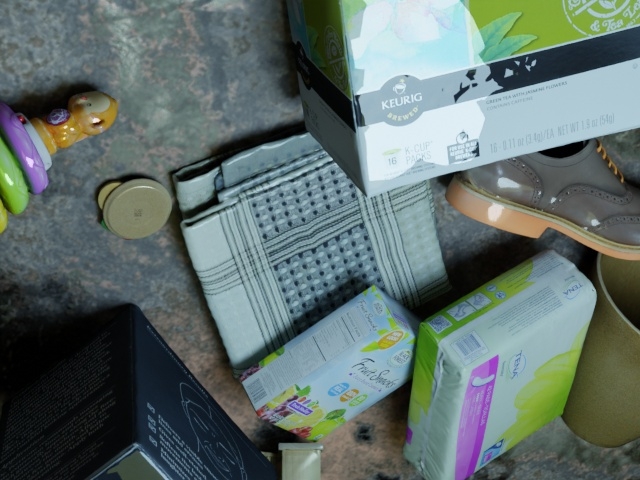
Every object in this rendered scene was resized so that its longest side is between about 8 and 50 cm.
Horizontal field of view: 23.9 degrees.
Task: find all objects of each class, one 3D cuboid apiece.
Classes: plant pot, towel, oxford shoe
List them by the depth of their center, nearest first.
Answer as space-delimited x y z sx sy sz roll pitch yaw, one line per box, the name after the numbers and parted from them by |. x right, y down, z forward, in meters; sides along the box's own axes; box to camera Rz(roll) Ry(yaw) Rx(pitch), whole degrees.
0.000 0.000 1.813 0.312 0.056 0.324 -21 128 -8 | towel
0.335 -0.066 1.868 0.363 0.130 0.133 9 111 -29 | oxford shoe
0.418 0.153 2.010 0.237 0.237 0.254 3 136 -25 | plant pot

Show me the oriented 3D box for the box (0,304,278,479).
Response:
-0.195 0.299 1.676 0.212 0.395 0.293 -37 108 5 | box

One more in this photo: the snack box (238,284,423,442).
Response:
0.028 0.157 1.875 0.207 0.070 0.174 -36 153 10 | snack box

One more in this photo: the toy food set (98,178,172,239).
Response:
-0.210 -0.036 1.721 0.083 0.020 0.083 -16 128 -13 | toy food set

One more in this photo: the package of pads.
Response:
0.226 0.166 1.922 0.229 0.101 0.297 -29 147 -24 | package of pads

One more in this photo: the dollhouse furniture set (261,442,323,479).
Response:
-0.077 0.356 1.957 0.160 0.182 0.101 1 169 -2 | dollhouse furniture set

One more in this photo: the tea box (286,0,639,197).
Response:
0.145 -0.261 1.564 0.329 0.220 0.324 -16 117 -12 | tea box

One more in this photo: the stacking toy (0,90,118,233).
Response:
-0.342 -0.076 1.571 0.301 0.175 0.166 -31 133 -15 | stacking toy
